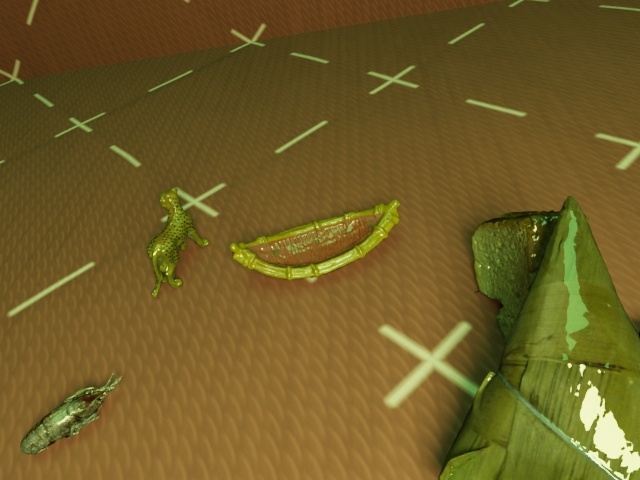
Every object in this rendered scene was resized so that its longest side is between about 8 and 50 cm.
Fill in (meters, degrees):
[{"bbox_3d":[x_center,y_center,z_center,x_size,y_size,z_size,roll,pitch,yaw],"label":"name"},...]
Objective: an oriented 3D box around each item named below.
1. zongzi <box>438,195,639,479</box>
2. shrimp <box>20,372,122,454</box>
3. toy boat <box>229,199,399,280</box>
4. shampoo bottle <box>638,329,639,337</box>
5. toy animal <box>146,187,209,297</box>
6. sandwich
[{"bbox_3d":[0.328,0.166,0.498,0.323,0.360,0.160,21,7,27],"label":"zongzi"},{"bbox_3d":[-0.373,0.263,0.763,0.165,0.065,0.056,-31,76,-26],"label":"shrimp"},{"bbox_3d":[-0.001,0.005,0.929,0.318,0.099,0.140,-15,44,-7],"label":"toy boat"},{"bbox_3d":[0.535,0.150,0.647,0.214,0.072,0.072,14,48,27],"label":"shampoo bottle"},{"bbox_3d":[-0.296,0.005,0.972,0.073,0.136,0.181,4,44,18],"label":"toy animal"},{"bbox_3d":[0.309,0.097,0.730,0.100,0.288,0.254,-5,-3,-1],"label":"sandwich"}]
